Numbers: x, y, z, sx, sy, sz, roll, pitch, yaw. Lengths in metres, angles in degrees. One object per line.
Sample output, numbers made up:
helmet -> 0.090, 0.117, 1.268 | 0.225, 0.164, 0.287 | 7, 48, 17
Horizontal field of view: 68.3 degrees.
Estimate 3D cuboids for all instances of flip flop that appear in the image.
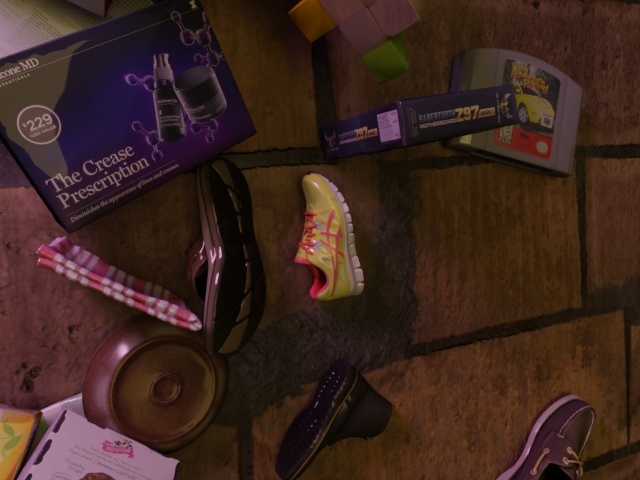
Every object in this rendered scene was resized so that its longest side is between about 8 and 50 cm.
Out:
flip flop -> -0.144, 0.022, 0.658 | 0.112, 0.080, 0.277 | 5, 75, -61

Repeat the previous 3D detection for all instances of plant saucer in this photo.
plant saucer -> -0.214, 0.199, 0.644 | 0.198, 0.036, 0.199 | 1, 87, -31

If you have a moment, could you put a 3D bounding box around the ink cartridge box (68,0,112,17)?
ink cartridge box -> -0.253, -0.432, 0.523 | 0.271, 0.130, 0.310 | 20, 68, -23

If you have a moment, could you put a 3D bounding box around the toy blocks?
toy blocks -> 0.040, -0.435, 0.585 | 0.381, 0.190, 0.261 | 46, 51, -29

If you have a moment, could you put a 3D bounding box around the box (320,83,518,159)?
box -> 0.129, -0.166, 0.682 | 0.183, 0.232, 0.059 | -14, 101, -21

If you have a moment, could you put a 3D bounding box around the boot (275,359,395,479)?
boot -> 0.033, 0.312, 0.753 | 0.137, 0.077, 0.198 | 42, 78, -24

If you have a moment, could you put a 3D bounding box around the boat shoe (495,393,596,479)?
boat shoe -> 0.448, 0.445, 0.918 | 0.324, 0.096, 0.117 | -42, 107, -16

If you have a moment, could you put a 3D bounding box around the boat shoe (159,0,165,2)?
boat shoe -> -0.222, -0.368, 0.628 | 0.135, 0.050, 0.045 | 49, 59, -17

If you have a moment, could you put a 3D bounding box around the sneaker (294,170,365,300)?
sneaker -> 0.000, 0.000, 0.718 | 0.094, 0.081, 0.209 | -19, 100, -19

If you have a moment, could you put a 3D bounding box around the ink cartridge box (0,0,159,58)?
ink cartridge box -> -0.349, -0.277, 0.576 | 0.223, 0.045, 0.224 | 39, 77, -21

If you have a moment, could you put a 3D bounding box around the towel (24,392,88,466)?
towel -> -0.397, 0.365, 0.590 | 0.324, 0.038, 0.248 | -22, 100, -21

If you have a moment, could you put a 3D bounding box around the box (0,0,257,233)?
box -> -0.235, -0.156, 0.565 | 0.261, 0.103, 0.184 | -36, 116, -25

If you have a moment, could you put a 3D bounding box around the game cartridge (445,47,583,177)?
game cartridge -> 0.369, -0.241, 0.880 | 0.294, 0.060, 0.196 | 8, 85, -23

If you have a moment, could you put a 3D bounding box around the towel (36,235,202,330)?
towel -> -0.241, 0.053, 0.583 | 0.197, 0.144, 0.029 | 30, 82, -22

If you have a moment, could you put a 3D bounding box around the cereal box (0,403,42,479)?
cereal box -> -0.469, 0.255, 0.521 | 0.240, 0.047, 0.173 | 19, 74, -15

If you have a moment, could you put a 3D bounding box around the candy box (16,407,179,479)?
candy box -> -0.267, 0.316, 0.525 | 0.164, 0.196, 0.070 | 36, 115, -19
